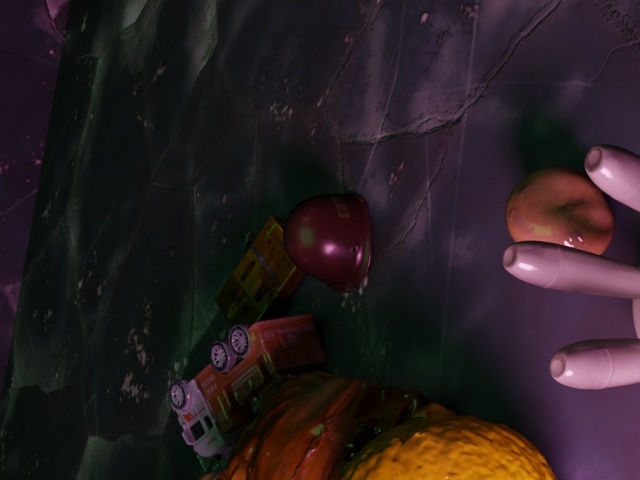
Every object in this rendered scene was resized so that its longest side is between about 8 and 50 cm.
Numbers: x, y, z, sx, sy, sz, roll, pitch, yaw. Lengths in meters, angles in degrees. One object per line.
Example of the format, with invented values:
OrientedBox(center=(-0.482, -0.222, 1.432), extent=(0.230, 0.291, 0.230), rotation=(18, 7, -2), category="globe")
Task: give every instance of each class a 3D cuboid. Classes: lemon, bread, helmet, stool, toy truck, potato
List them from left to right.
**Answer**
OrientedBox(center=(-0.120, 0.265, 1.885), extent=(0.338, 0.133, 0.184), rotation=(-44, 62, 41), category="toy truck")
OrientedBox(center=(-0.005, 0.287, 1.549), extent=(0.324, 0.167, 0.277), rotation=(2, 54, 54), category="bread")
OrientedBox(center=(0.000, 0.000, 1.802), extent=(0.155, 0.106, 0.175), rotation=(-55, 40, 35), category="helmet")
OrientedBox(center=(0.143, 0.341, 1.268), extent=(0.268, 0.268, 0.322), rotation=(-7, 90, 59), category="lemon")
OrientedBox(center=(0.275, -0.028, 1.333), extent=(0.147, 0.112, 0.112), rotation=(38, 113, 50), category="potato")
OrientedBox(center=(0.323, 0.039, 1.127), extent=(0.195, 0.199, 0.195), rotation=(-54, 39, 35), category="stool")

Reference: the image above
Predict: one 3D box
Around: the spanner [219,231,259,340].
OrientedBox(center=(-0.139, 0.145, 2.052), extent=(0.095, 0.040, 0.325), rotation=(12, 89, 61), category="spanner")

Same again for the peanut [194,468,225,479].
OrientedBox(center=(-0.196, 0.505, 1.924), extent=(0.149, 0.149, 0.313), rotation=(57, 132, 52), category="peanut")

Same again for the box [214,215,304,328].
OrientedBox(center=(-0.100, 0.069, 1.972), extent=(0.193, 0.030, 0.121), rotation=(-54, 46, 18), category="box")
